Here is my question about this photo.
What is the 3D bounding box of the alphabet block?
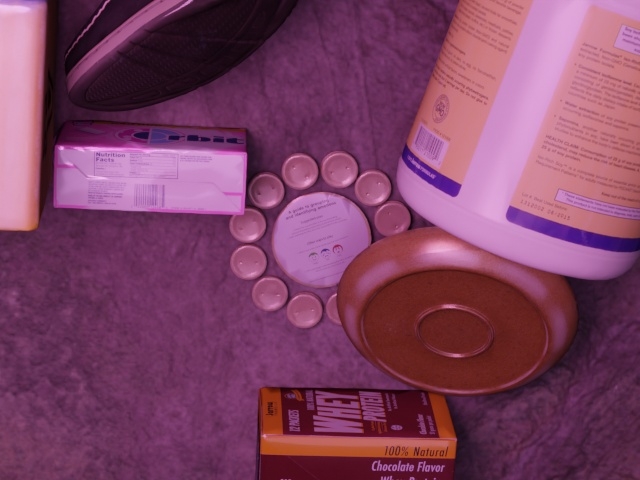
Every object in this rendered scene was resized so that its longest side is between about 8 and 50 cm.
[{"bbox_3d":[-0.324,-0.130,1.606,0.192,0.193,0.197,5,106,-4],"label":"alphabet block"}]

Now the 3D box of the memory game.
[{"bbox_3d":[0.000,0.000,1.857,0.186,0.012,0.186,-1,107,-2],"label":"memory game"}]

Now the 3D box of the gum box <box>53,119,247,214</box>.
[{"bbox_3d":[-0.164,-0.070,1.779,0.188,0.107,0.062,2,106,-3],"label":"gum box"}]

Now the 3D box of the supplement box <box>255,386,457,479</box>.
[{"bbox_3d":[0.030,0.259,1.874,0.191,0.129,0.194,1,107,-3],"label":"supplement box"}]

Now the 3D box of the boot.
[{"bbox_3d":[-0.119,-0.316,1.644,0.377,0.138,0.284,-40,63,30],"label":"boot"}]

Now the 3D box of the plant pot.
[{"bbox_3d":[0.130,0.079,1.814,0.236,0.032,0.236,7,137,6],"label":"plant pot"}]

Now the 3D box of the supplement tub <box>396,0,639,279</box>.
[{"bbox_3d":[0.229,-0.156,1.703,0.241,0.241,0.331,19,105,-8],"label":"supplement tub"}]
